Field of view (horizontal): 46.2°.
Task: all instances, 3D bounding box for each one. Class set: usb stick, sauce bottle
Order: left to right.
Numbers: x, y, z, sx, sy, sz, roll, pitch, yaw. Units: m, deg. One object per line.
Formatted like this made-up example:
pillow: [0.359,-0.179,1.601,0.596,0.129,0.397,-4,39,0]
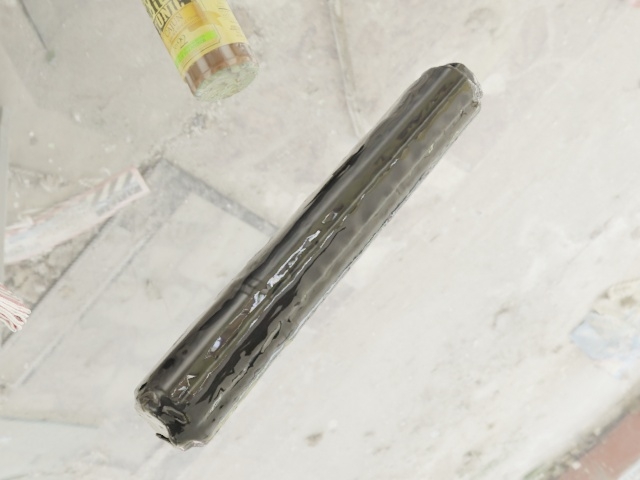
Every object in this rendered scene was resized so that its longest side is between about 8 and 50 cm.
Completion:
sauce bottle: [-0.211,-0.368,1.086,0.111,0.344,0.111,-29,172,-4]
usb stick: [0.000,0.000,0.427,0.045,0.077,0.278,43,67,-6]

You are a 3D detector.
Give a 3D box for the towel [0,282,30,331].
towel: [-0.426,0.028,0.842,0.029,0.197,0.144,-56,144,-8]
